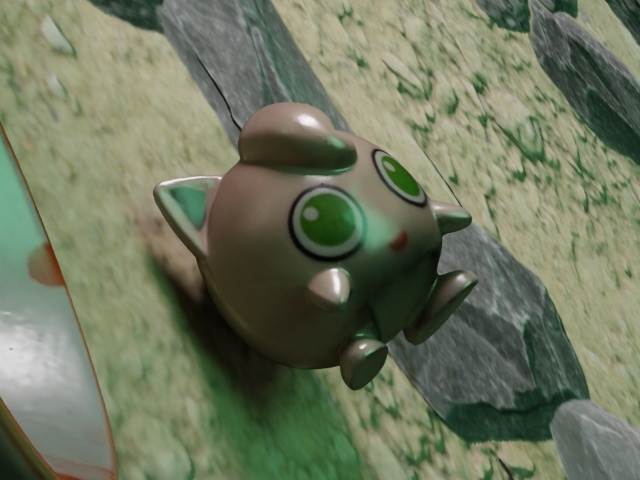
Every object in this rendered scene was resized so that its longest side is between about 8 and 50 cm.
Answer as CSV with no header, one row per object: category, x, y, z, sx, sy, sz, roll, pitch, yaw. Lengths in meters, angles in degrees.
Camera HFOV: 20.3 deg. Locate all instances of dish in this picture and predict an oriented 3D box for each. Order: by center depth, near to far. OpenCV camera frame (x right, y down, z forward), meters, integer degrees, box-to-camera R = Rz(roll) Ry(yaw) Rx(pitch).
dish,-0.157,-0.015,0.590,0.260,0.085,0.260,157,-90,-90

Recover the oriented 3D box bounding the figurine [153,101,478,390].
figurine,0.000,0.000,0.868,0.138,0.125,0.125,51,23,12
